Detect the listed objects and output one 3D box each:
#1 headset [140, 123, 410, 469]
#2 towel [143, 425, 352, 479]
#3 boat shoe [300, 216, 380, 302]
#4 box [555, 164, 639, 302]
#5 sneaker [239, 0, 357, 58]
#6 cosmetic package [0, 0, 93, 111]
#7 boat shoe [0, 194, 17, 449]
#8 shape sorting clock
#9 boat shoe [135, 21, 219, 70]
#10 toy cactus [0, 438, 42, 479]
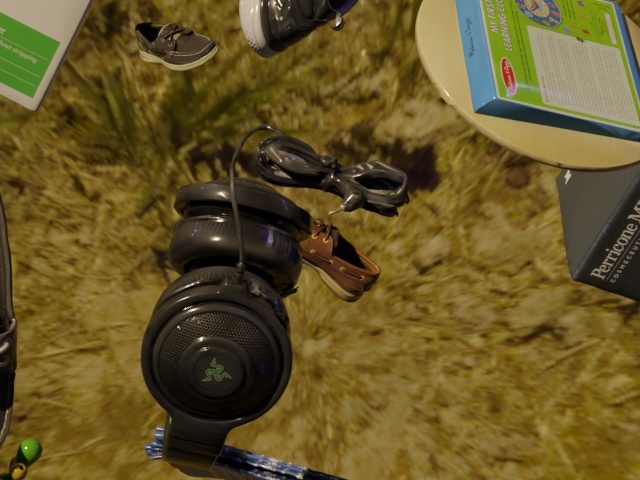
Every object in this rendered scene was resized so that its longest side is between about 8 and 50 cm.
[{"bbox_3d":[-0.054,0.049,1.278,0.185,0.394,0.243,12,50,-6],"label":"headset"},{"bbox_3d":[-0.030,0.298,1.712,0.336,0.243,0.040,14,75,11],"label":"towel"},{"bbox_3d":[0.000,0.000,1.773,0.178,0.064,0.060,41,129,-12],"label":"boat shoe"},{"bbox_3d":[0.527,-0.062,1.701,0.396,0.212,0.293,18,128,-10],"label":"box"},{"bbox_3d":[-0.021,-0.369,1.860,0.153,0.101,0.268,-10,66,24],"label":"sneaker"},{"bbox_3d":[-0.365,-0.380,1.857,0.197,0.155,0.365,25,107,-11],"label":"cosmetic package"},{"bbox_3d":[-0.335,0.040,1.315,0.095,0.112,0.335,-17,82,43],"label":"boat shoe"},{"bbox_3d":[0.166,-0.129,1.056,0.206,0.040,0.206,14,49,-16],"label":"shape sorting clock"},{"bbox_3d":[-0.190,-0.252,1.833,0.056,0.152,0.049,-48,126,-27],"label":"boat shoe"},{"bbox_3d":[-0.425,0.319,1.702,0.219,0.112,0.180,-34,123,-39],"label":"toy cactus"}]
